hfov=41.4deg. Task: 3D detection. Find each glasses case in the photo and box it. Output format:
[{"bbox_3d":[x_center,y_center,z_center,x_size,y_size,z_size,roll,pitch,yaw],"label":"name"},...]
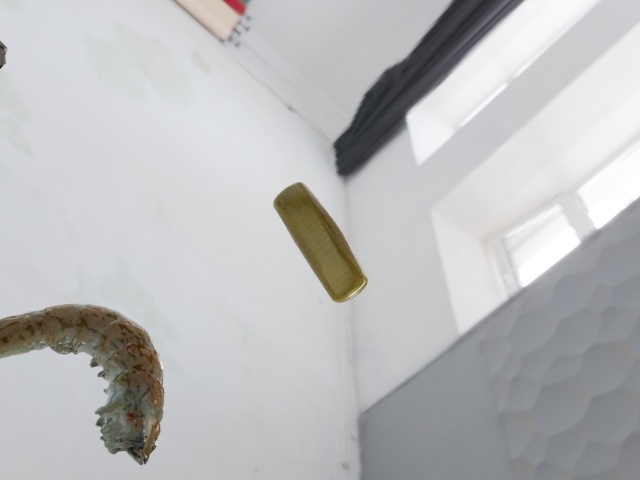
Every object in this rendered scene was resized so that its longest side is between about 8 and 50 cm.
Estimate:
[{"bbox_3d":[0.000,0.000,1.439,0.234,0.079,0.064,57,-177,24],"label":"glasses case"}]

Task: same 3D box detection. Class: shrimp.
[{"bbox_3d":[-0.321,0.165,1.152,0.287,0.068,0.185,31,-133,-3],"label":"shrimp"}]

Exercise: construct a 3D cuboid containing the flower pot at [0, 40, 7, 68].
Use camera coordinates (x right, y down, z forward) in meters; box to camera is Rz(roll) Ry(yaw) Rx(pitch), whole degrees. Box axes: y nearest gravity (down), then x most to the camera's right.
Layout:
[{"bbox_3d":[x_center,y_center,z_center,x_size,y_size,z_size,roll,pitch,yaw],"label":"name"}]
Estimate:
[{"bbox_3d":[-0.680,-0.311,1.452,0.179,0.250,0.084,50,-141,-54],"label":"flower pot"}]
